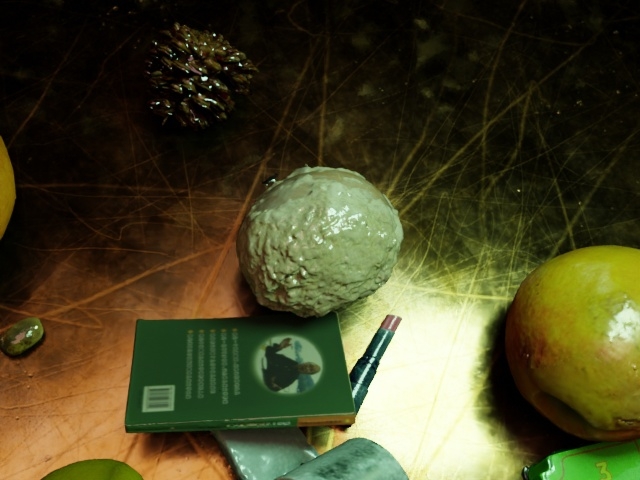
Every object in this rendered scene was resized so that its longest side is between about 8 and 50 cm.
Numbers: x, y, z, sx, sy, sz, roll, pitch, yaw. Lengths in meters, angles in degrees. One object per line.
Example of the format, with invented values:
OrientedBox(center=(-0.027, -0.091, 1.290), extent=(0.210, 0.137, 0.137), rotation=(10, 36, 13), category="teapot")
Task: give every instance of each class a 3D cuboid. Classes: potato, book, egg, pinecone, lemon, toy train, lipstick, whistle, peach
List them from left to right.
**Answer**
OrientedBox(center=(-0.528, 0.169, 1.521), extent=(0.083, 0.040, 0.051), rotation=(-41, 82, -19), category="potato")
OrientedBox(center=(-0.372, 0.437, 1.349), extent=(0.248, 0.184, 0.184), rotation=(-11, 68, 4), category="lemon")
OrientedBox(center=(-0.246, -0.313, 1.684), extent=(0.221, 0.221, 0.221), rotation=(3, 66, -6), category="pinecone")
OrientedBox(center=(-0.138, 0.222, 1.479), extent=(0.371, 0.043, 0.260), rotation=(-1, 36, -6), category="book")
OrientedBox(center=(-0.018, 0.405, 1.400), extent=(0.168, 0.188, 0.405), rotation=(-18, 30, -41), category="whistle")
OrientedBox(center=(0.000, 0.000, 1.542), extent=(0.310, 0.279, 0.279), rotation=(-23, 71, -17), category="egg")
OrientedBox(center=(0.090, 0.229, 1.568), extent=(0.053, 0.053, 0.234), rotation=(31, 64, 7), category="lipstick")
OrientedBox(center=(0.471, 0.443, 1.478), extent=(0.243, 0.132, 0.188), rotation=(-11, 64, -14), category="toy train")
OrientedBox(center=(0.505, 0.167, 1.507), extent=(0.373, 0.290, 0.372), rotation=(-18, 34, 13), category="peach")

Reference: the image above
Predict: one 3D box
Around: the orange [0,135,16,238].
OrientedBox(center=(-0.736, -0.077, 1.449), extent=(0.424, 0.326, 0.424), rotation=(9, 56, -14), category="orange")
